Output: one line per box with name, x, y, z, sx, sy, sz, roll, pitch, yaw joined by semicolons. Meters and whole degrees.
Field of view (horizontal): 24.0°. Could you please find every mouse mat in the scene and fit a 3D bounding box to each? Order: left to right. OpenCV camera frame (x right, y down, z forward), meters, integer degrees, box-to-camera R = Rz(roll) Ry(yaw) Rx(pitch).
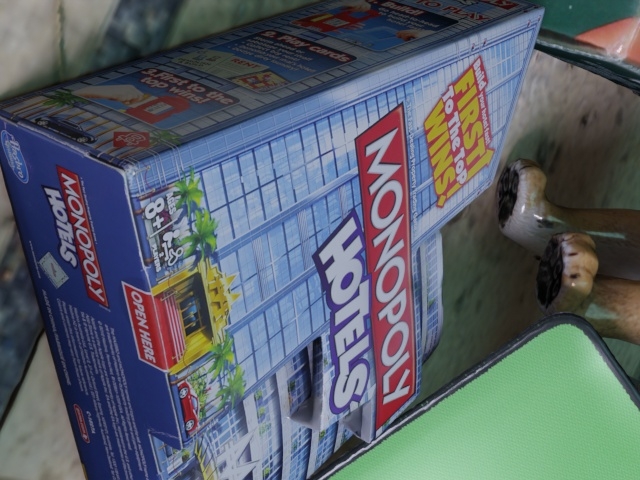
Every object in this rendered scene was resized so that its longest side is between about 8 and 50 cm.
mouse mat;0.083;0.136;0.569;0.153;0.007;0.189;-35;105;7

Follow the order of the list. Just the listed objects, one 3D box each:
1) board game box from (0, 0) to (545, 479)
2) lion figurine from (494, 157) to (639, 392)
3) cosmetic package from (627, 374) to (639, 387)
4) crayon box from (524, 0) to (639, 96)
board game box;0.000;0.000;0.504;0.194;0.060;0.194;-39;138;-34
lion figurine;0.174;0.104;0.645;0.240;0.142;0.392;13;108;-14
cosmetic package;0.149;0.200;0.773;0.238;0.127;0.107;-49;144;-28
crayon box;0.182;-0.213;0.611;0.202;0.081;0.318;8;102;-55
